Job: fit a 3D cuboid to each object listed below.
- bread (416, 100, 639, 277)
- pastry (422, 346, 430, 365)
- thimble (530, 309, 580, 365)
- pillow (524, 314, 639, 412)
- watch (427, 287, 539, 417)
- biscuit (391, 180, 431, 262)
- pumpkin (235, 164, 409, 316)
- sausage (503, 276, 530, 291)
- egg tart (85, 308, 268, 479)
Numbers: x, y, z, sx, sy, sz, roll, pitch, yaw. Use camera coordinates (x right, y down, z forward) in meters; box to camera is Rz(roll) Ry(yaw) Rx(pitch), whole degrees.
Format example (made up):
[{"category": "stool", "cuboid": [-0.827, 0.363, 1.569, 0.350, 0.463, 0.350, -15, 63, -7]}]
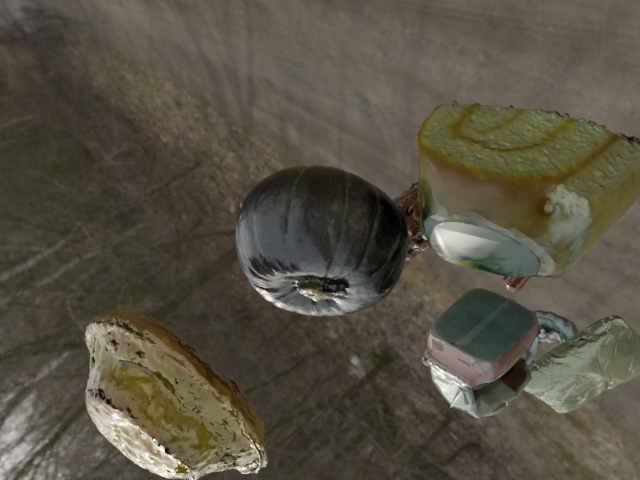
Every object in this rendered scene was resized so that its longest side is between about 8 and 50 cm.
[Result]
[{"category": "bread", "cuboid": [0.352, -0.066, 1.297, 0.396, 0.264, 0.239, 13, 140, 19]}, {"category": "pastry", "cuboid": [0.436, 0.335, 2.203, 0.265, 0.112, 0.103, 9, 163, 6]}, {"category": "thimble", "cuboid": [0.628, 0.316, 2.061, 0.250, 0.205, 0.172, 34, 164, 46]}, {"category": "pillow", "cuboid": [0.618, 0.299, 1.719, 0.274, 0.281, 0.076, 36, -154, -41]}, {"category": "watch", "cuboid": [0.315, 0.228, 1.428, 0.162, 0.253, 0.241, 32, 143, 36]}, {"category": "biscuit", "cuboid": [0.310, -0.090, 2.166, 0.166, 0.395, 0.343, 55, 169, -5]}, {"category": "pumpkin", "cuboid": [0.000, 0.000, 1.387, 0.324, 0.241, 0.323, 11, 150, 6]}, {"category": "sausage", "cuboid": [0.438, 0.046, 1.520, 0.041, 0.047, 0.176, 19, 134, -24]}, {"category": "egg tart", "cuboid": [-0.296, 0.323, 1.413, 0.443, 0.178, 0.443, 27, 146, 20]}]
